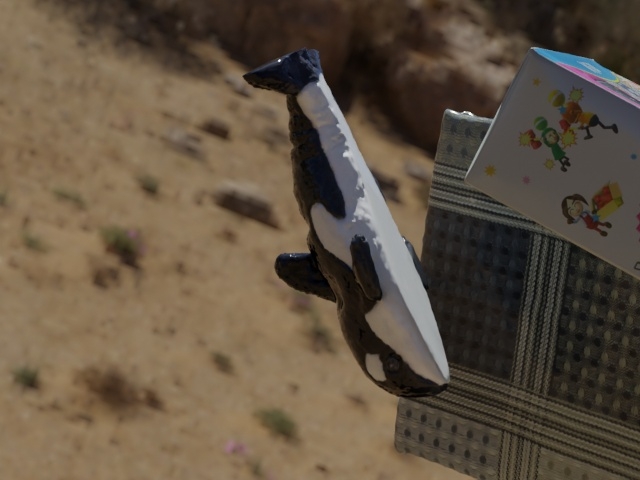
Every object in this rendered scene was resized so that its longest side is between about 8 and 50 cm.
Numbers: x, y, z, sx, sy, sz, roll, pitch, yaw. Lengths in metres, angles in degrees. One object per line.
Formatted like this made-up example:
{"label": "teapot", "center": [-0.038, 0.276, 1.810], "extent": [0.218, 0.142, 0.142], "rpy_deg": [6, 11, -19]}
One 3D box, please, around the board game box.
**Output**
{"label": "board game box", "center": [0.264, -0.009, 1.204], "extent": [0.303, 0.097, 0.224], "rpy_deg": [29, 12, 14]}

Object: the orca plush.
{"label": "orca plush", "center": [0.000, 0.000, 1.492], "extent": [0.287, 0.102, 0.151], "rpy_deg": [63, 15, -12]}

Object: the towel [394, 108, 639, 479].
{"label": "towel", "center": [0.205, 0.069, 1.533], "extent": [0.324, 0.312, 0.056], "rpy_deg": [18, 14, 42]}
